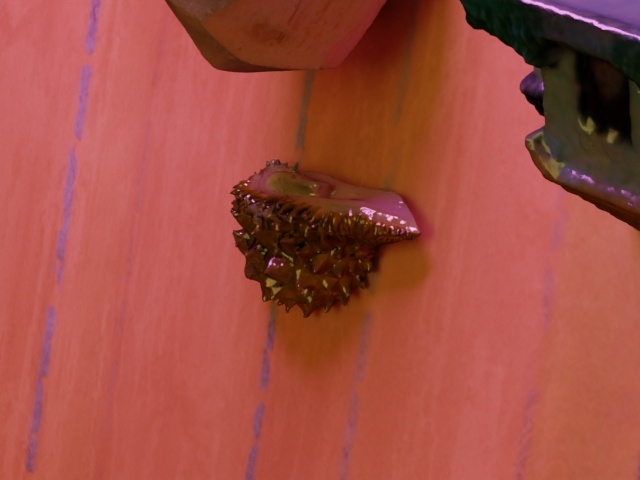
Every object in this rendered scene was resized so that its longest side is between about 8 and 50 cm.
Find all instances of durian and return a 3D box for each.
[{"bbox_3d":[-0.008,-0.007,1.659,0.224,0.078,0.140,-5,82,50],"label":"durian"}]

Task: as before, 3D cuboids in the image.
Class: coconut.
[{"bbox_3d":[-0.040,-0.246,1.622,0.237,0.237,0.197,-56,43,28],"label":"coconut"}]

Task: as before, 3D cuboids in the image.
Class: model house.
[{"bbox_3d":[0.244,-0.066,1.305,0.280,0.230,0.249,30,132,49],"label":"model house"}]
